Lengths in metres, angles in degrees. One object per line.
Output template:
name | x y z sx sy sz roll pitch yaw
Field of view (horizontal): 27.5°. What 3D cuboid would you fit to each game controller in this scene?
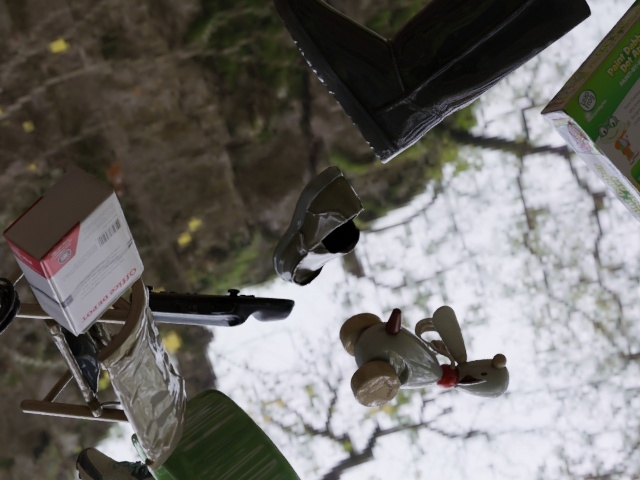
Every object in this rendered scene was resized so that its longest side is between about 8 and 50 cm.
game controller | -0.188 0.107 2.229 0.166 0.067 0.319 -7 -176 -39

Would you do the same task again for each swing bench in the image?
swing bench | -0.308 0.148 1.792 0.254 0.253 0.165 18 -127 25

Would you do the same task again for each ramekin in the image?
ramekin | -0.140 0.372 1.999 0.148 0.303 0.303 -38 -153 -16

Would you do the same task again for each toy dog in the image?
toy dog | 0.189 0.185 2.248 0.333 0.161 0.220 -7 -131 -41

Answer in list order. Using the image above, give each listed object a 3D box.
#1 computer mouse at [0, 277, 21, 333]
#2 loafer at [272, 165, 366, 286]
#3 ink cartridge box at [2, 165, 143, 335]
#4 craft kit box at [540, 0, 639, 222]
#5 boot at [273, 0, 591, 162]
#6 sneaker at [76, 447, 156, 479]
computer mouse | -0.468 0.056 1.449 0.184 0.262 0.060 -57 178 13
loafer | 0.000 0.000 1.857 0.087 0.251 0.094 43 -120 15
ink cartridge box | -0.232 0.011 1.240 0.056 0.135 0.099 31 -116 25
craft kit box | 0.405 -0.143 1.449 0.250 0.246 0.061 -48 -163 -15
boot | 0.193 -0.400 2.267 0.445 0.367 0.146 -35 -161 11
sneaker | -0.288 0.420 2.271 0.283 0.122 0.110 27 -163 9
